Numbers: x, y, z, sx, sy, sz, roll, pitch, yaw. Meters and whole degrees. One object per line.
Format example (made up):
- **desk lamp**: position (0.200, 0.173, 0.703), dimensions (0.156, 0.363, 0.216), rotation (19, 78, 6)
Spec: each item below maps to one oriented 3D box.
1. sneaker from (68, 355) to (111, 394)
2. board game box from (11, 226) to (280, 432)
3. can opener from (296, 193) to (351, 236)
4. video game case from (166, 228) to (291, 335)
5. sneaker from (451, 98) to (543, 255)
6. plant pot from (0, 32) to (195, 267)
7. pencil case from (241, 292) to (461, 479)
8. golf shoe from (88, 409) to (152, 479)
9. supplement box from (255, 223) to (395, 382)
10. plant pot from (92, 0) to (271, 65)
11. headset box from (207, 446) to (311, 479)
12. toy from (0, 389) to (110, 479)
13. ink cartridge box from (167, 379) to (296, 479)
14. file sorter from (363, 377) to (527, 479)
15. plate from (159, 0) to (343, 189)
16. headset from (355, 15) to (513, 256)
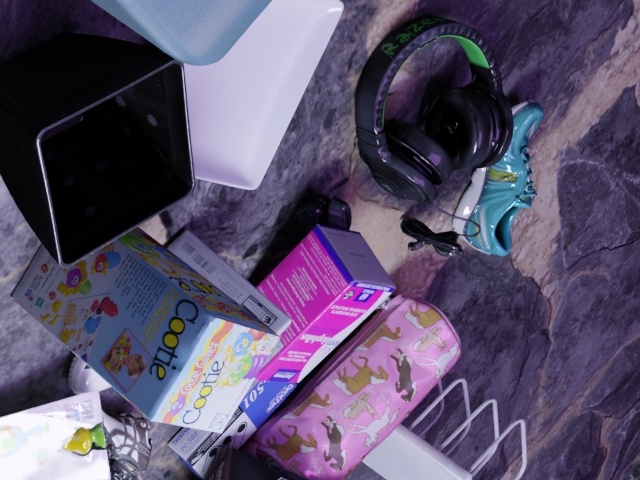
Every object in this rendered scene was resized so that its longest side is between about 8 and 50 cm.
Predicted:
- **sneaker**: position (-0.203, 0.159, 1.866), dimensions (0.235, 0.153, 0.094), rotation (-27, 137, -36)
- **board game box**: position (-0.210, 0.091, 1.686), dimensions (0.144, 0.275, 0.142), rotation (-58, 147, 6)
- **can opener**: position (0.000, 0.000, 2.074), dimensions (0.059, 0.073, 0.186), rotation (-43, 155, -32)
- **video game case**: position (-0.164, 0.105, 1.836), dimensions (0.173, 0.190, 0.022), rotation (-46, 167, -18)
- **sneaker**: position (0.316, -0.103, 2.332), dimensions (0.107, 0.110, 0.275), rotation (-12, 127, -46)
- **plant pot**: position (-0.266, -0.117, 1.531), dimensions (0.188, 0.167, 0.187), rotation (-34, 141, -30)
- **pencil case**: position (0.051, 0.253, 2.268), dimensions (0.386, 0.167, 0.160), rotation (-45, 167, -17)
- **golf shoe**: position (-0.287, 0.261, 1.942), dimensions (0.094, 0.077, 0.198), rotation (-63, 152, -31)
- **supplement box**: position (-0.019, 0.093, 2.025), dimensions (0.220, 0.114, 0.111), rotation (-45, 151, 23)
- **plant pot**: position (-0.152, -0.320, 1.441), dimensions (0.247, 0.248, 0.252), rotation (-50, 153, -8)
- **headset box**: position (-0.098, 0.460, 2.144), dimensions (0.218, 0.110, 0.293), rotation (26, 120, -16)
- **toy**: position (-0.392, 0.272, 1.798), dimensions (0.237, 0.056, 0.137), rotation (-12, 114, -21)
- **ink cartridge box**: position (-0.132, 0.264, 2.147), dimensions (0.207, 0.046, 0.097), rotation (-47, 147, -13)
- **file sorter**: position (0.199, 0.332, 2.417), dimensions (0.173, 0.277, 0.193), rotation (-41, 145, -24)
- **plate**: position (-0.118, -0.206, 1.751), dimensions (0.278, 0.045, 0.277), rotation (8, 113, -54)
- **headset**: position (0.157, -0.147, 2.108), dimensions (0.243, 0.185, 0.394), rotation (-31, 125, -26)
